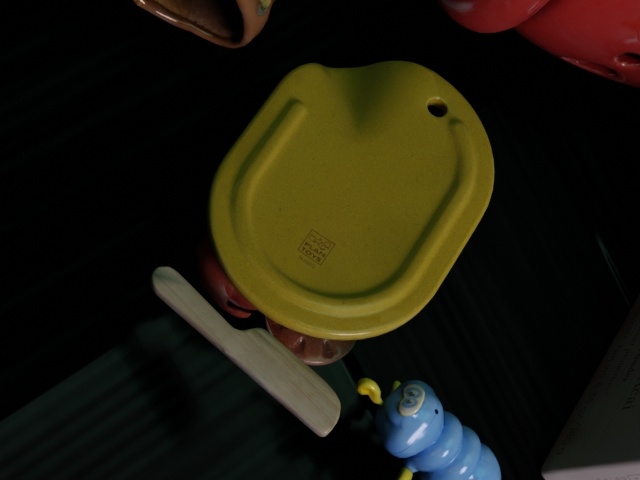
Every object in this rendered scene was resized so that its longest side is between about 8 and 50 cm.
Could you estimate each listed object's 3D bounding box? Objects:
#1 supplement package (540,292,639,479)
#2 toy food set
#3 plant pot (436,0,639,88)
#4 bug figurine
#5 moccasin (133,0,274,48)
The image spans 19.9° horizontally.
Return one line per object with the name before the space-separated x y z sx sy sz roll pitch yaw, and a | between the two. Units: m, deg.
supplement package | 0.302 0.103 0.989 0.175 0.293 0.177 46 58 -18
toy food set | 0.000 0.000 0.949 0.128 0.071 0.218 34 58 3
plant pot | 0.162 -0.189 1.019 0.174 0.191 0.191 12 74 -29
bug figurine | 0.070 0.207 0.903 0.216 0.072 0.279 41 47 -32
moccasin | -0.134 -0.186 0.807 0.380 0.139 0.147 29 71 -60
